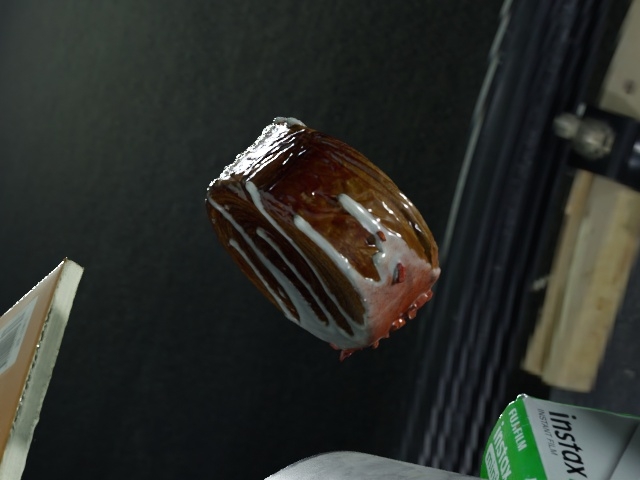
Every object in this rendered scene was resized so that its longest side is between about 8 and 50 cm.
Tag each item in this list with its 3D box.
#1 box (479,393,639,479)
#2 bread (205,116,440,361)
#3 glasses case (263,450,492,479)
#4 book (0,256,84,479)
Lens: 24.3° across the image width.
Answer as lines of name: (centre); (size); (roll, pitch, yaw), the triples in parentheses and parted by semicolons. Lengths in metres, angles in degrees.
box: (0.239, 0.209, 1.026); (0.180, 0.250, 0.103); (-100, -155, -57)
bread: (0.000, 0.000, 0.973); (0.160, 0.160, 0.073); (16, -127, 47)
glasses case: (0.083, 0.134, 0.543); (0.299, 0.114, 0.060); (2, -67, 50)
book: (-0.322, 0.195, 1.121); (0.374, 0.028, 0.262); (-38, -153, 29)
